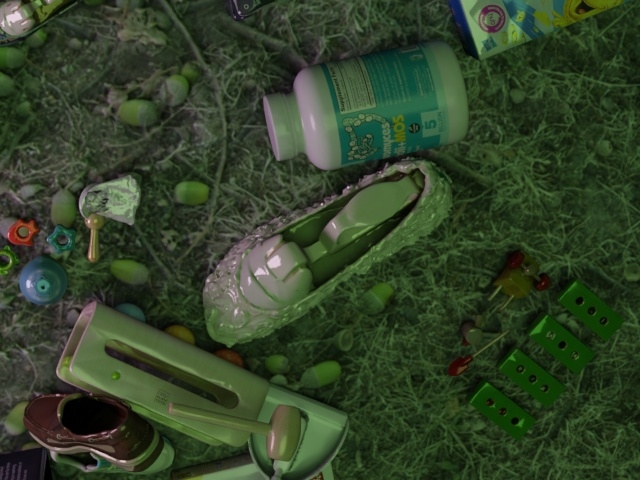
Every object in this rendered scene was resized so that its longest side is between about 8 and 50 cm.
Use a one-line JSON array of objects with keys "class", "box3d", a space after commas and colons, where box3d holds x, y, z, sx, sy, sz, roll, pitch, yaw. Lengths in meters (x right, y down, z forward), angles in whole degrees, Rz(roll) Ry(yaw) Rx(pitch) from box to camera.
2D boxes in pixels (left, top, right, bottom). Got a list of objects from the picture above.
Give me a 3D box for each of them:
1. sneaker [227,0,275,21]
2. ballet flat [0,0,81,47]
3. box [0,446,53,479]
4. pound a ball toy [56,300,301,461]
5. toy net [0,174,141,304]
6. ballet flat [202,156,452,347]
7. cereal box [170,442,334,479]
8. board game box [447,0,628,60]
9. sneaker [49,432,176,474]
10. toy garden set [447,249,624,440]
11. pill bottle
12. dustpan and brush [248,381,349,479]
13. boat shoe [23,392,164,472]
[{"class": "sneaker", "box3d": [-0.152, -0.369, 1.842, 0.226, 0.086, 0.163, -5, 104, -9]}, {"class": "ballet flat", "box3d": [-0.371, -0.315, 1.833, 0.188, 0.070, 0.070, -34, 108, 2]}, {"class": "box", "box3d": [-0.554, 0.497, 1.957, 0.395, 0.212, 0.293, -11, 108, -5]}, {"class": "pound a ball toy", "box3d": [-0.184, 0.188, 1.932, 0.319, 0.208, 0.136, 25, 75, -15]}, {"class": "toy net", "box3d": [-0.349, -0.017, 1.934, 0.122, 0.045, 0.232, 43, 93, -16]}, {"class": "ballet flat", "box3d": [0.000, 0.000, 1.943, 0.409, 0.147, 0.147, -33, 108, -2]}, {"class": "cereal box", "box3d": [-0.092, 0.404, 2.090, 0.240, 0.047, 0.173, -13, 106, -5]}, {"class": "board game box", "box3d": [0.297, -0.444, 1.894, 0.302, 0.086, 0.308, -22, 108, -2]}, {"class": "sneaker", "box3d": [-0.303, 0.313, 2.013, 0.190, 0.083, 0.071, 6, 103, -12]}, {"class": "toy garden set", "box3d": [0.299, 0.146, 2.085, 0.204, 0.049, 0.244, 38, 97, -19]}, {"class": "pill bottle", "box3d": [0.060, -0.180, 1.899, 0.264, 0.146, 0.146, -13, 107, -5]}, {"class": "dustpan and brush", "box3d": [-0.056, 0.326, 2.021, 0.147, 0.060, 0.211, 22, 82, -2]}, {"class": "boat shoe", "box3d": [-0.326, 0.240, 1.913, 0.095, 0.257, 0.095, -59, 135, -29]}]
